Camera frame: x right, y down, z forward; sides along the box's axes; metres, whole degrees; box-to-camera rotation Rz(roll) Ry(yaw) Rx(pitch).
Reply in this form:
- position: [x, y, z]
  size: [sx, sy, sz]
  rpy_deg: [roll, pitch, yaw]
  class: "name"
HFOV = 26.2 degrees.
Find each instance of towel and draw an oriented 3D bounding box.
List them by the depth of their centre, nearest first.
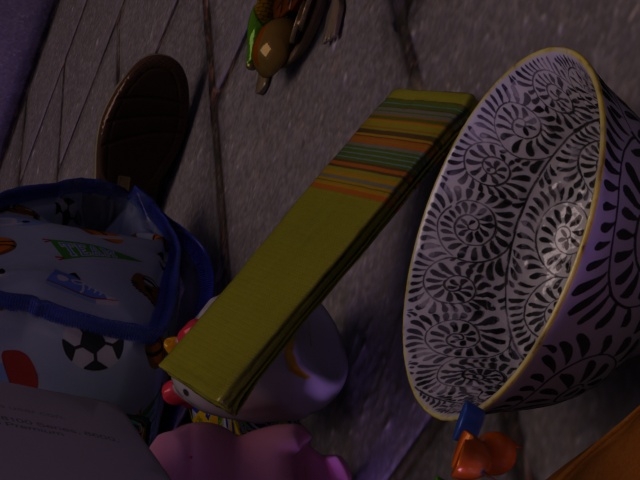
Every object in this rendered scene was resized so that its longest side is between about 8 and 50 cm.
- position: [0.000, 0.000, 0.831]
  size: [0.237, 0.021, 0.102]
  rpy_deg: [-50, 24, -12]
  class: "towel"

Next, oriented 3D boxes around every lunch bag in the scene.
- position: [-0.243, 0.136, 1.238]
  size: [0.385, 0.238, 0.328]
  rpy_deg: [-99, 26, -74]
  class: "lunch bag"

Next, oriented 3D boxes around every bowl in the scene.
- position: [0.109, 0.008, 0.609]
  size: [0.170, 0.080, 0.170]
  rpy_deg: [-161, 90, -73]
  class: "bowl"

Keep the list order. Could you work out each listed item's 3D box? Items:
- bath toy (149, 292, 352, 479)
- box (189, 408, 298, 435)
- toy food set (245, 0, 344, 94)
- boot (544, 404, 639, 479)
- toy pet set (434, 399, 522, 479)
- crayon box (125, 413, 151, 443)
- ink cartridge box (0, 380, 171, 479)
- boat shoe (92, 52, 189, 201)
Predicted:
- position: [-0.059, 0.173, 0.828]
  size: [0.129, 0.151, 0.348]
  rpy_deg: [-23, 44, 24]
  class: "bath toy"
- position: [-0.060, 0.130, 1.027]
  size: [0.169, 0.054, 0.059]
  rpy_deg: [-121, 48, -63]
  class: "box"
- position: [-0.028, -0.208, 1.200]
  size: [0.192, 0.038, 0.133]
  rpy_deg: [157, 125, -66]
  class: "toy food set"
- position: [0.136, 0.080, 0.492]
  size: [0.211, 0.104, 0.295]
  rpy_deg: [-69, 23, 1]
  class: "boot"
- position: [0.057, 0.134, 0.457]
  size: [0.114, 0.065, 0.122]
  rpy_deg: [-58, -12, -77]
  class: "toy pet set"
- position: [-0.178, 0.255, 0.942]
  size: [0.165, 0.081, 0.279]
  rpy_deg: [129, 149, -82]
  class: "crayon box"
- position: [-0.149, 0.254, 0.599]
  size: [0.395, 0.166, 0.286]
  rpy_deg: [34, 108, 62]
  class: "ink cartridge box"
- position: [-0.214, -0.093, 1.550]
  size: [0.095, 0.095, 0.258]
  rpy_deg: [-114, 42, -69]
  class: "boat shoe"
